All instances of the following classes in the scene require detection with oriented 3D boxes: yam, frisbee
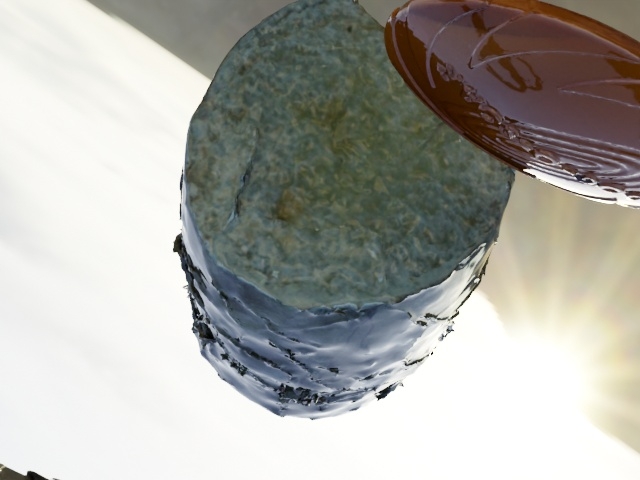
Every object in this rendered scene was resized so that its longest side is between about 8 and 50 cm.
[{"bbox_3d":[-0.001,0.005,0.963,0.202,0.201,0.271,44,166,13],"label":"yam"},{"bbox_3d":[0.114,-0.058,0.713,0.192,0.035,0.192,26,166,7],"label":"frisbee"}]

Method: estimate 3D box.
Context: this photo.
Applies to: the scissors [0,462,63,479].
[{"bbox_3d":[-0.166,0.128,0.761,0.300,0.022,0.109,32,-176,-26],"label":"scissors"}]
